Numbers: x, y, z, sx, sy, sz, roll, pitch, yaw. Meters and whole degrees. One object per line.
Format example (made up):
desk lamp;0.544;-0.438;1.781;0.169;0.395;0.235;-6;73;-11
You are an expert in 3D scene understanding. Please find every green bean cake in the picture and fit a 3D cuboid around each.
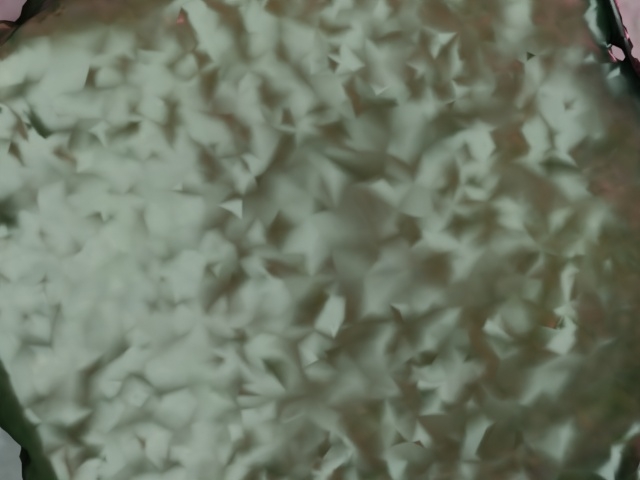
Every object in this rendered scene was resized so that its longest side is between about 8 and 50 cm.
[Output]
green bean cake;0.000;0.000;0.509;0.227;0.125;0.223;-22;101;-4
